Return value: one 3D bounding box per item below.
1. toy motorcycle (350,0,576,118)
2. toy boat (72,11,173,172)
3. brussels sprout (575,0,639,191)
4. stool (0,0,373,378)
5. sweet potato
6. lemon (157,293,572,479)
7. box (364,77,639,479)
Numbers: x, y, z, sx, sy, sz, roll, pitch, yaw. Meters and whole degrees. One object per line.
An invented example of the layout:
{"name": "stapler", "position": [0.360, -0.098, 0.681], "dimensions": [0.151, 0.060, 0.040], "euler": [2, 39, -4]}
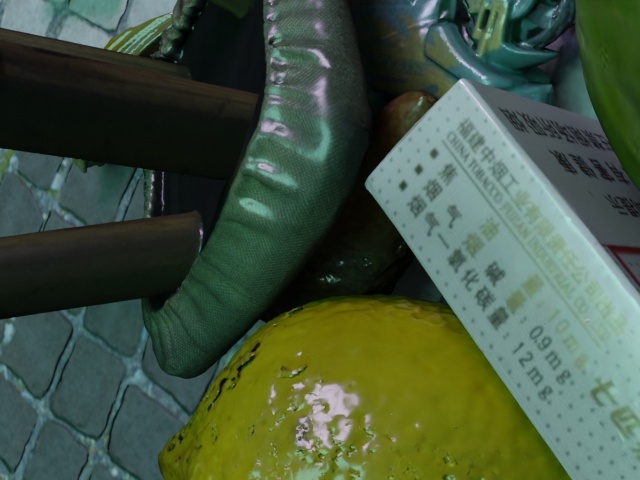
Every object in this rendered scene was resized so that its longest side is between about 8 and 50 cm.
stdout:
{"name": "toy motorcycle", "position": [0.062, -0.106, 0.853], "dimensions": [0.296, 0.109, 0.198], "euler": [-2, 98, 42]}
{"name": "toy boat", "position": [-0.163, -0.132, 1.036], "dimensions": [0.066, 0.065, 0.172], "euler": [38, 111, 8]}
{"name": "brussels sprout", "position": [0.284, -0.112, 0.592], "dimensions": [0.328, 0.247, 0.328], "euler": [7, 107, 23]}
{"name": "stool", "position": [-0.135, -0.100, 0.795], "dimensions": [0.310, 0.226, 0.310], "euler": [-50, 40, 46]}
{"name": "sweet potato", "position": [0.001, 0.004, 0.833], "dimensions": [0.341, 0.092, 0.114], "euler": [-31, 84, 57]}
{"name": "lemon", "position": [0.055, 0.165, 0.733], "dimensions": [0.310, 0.258, 0.258], "euler": [23, 102, 5]}
{"name": "box", "position": [0.192, 0.068, 0.671], "dimensions": [0.095, 0.210, 0.330], "euler": [-45, 62, 26]}
